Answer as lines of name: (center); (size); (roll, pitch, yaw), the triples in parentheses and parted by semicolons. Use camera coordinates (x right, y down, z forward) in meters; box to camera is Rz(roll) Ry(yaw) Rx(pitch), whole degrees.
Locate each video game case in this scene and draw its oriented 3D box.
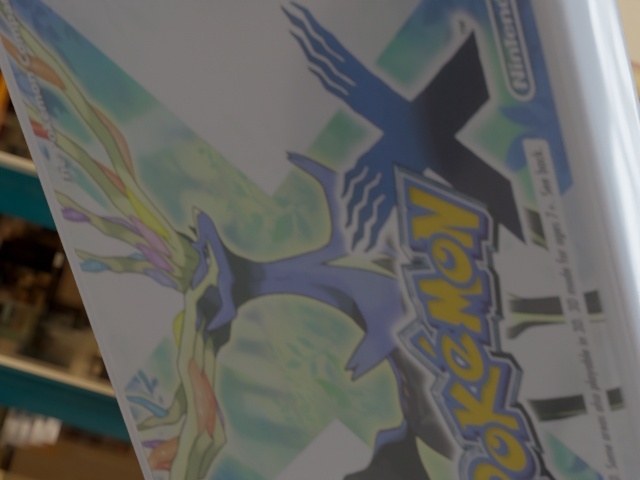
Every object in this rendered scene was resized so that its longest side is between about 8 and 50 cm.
video game case: (0.000, 0.000, 0.688); (0.300, 0.036, 0.329); (7, -58, 45)
